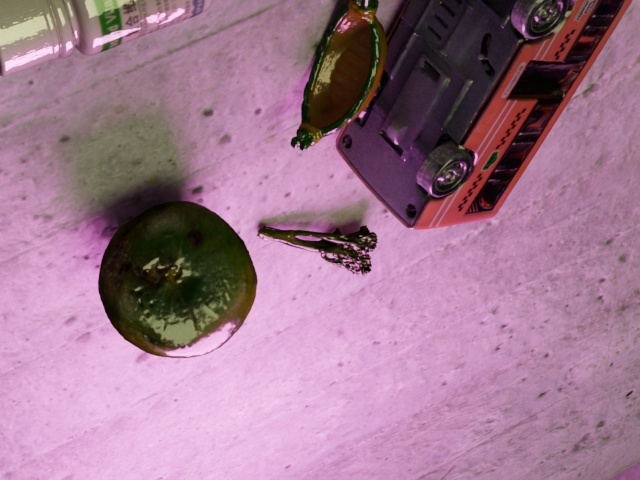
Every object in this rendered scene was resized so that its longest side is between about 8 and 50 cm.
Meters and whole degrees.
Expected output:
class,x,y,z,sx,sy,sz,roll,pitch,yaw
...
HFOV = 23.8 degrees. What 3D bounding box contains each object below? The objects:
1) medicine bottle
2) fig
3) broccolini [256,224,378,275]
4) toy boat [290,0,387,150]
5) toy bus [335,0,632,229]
class,x,y,z,sx,sy,sz,roll,pitch,yaw
medicine bottle,-0.239,-0.262,1.553,0.237,0.139,0.139,-23,141,-18
fig,-0.192,0.047,1.932,0.203,0.235,0.203,-1,92,-17
broccolini,-0.007,-0.004,2.109,0.201,0.058,0.074,17,104,-31
toy boat,0.027,-0.212,1.860,0.088,0.089,0.229,-16,135,-58
toy bus,0.212,-0.227,1.910,0.233,0.203,0.427,-3,132,-45
